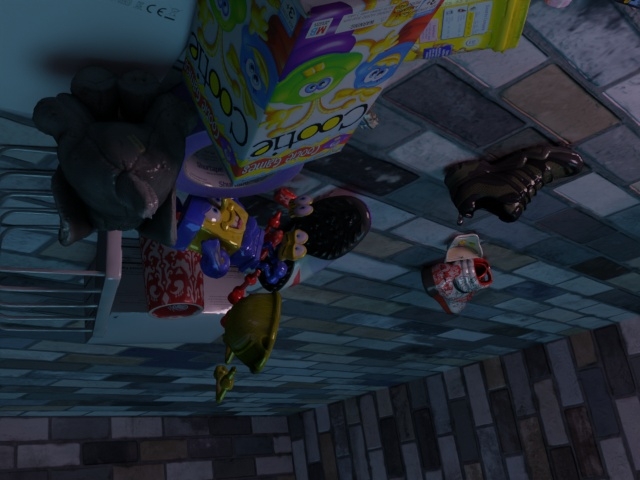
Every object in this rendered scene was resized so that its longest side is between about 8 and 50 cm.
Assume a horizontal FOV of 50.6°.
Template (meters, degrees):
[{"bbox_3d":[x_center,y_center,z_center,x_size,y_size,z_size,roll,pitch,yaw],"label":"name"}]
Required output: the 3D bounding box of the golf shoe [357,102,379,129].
[{"bbox_3d":[0.011,-0.179,0.833,0.086,0.069,0.176,-9,158,17],"label":"golf shoe"}]

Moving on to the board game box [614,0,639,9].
[{"bbox_3d":[0.368,-0.306,0.674,0.141,0.048,0.170,4,155,-27],"label":"board game box"}]

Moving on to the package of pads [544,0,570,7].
[{"bbox_3d":[0.255,-0.283,0.684,0.032,0.050,0.083,-2,157,-17],"label":"package of pads"}]

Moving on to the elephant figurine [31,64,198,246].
[{"bbox_3d":[-0.223,-0.059,0.757,0.169,0.186,0.239,29,140,3],"label":"elephant figurine"}]

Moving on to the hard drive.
[{"bbox_3d":[-0.234,-0.218,0.670,0.203,0.040,0.307,8,153,-36],"label":"hard drive"}]

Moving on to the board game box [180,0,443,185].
[{"bbox_3d":[-0.022,-0.187,0.627,0.144,0.142,0.275,-21,168,-25],"label":"board game box"}]

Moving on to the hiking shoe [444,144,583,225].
[{"bbox_3d":[0.326,-0.083,1.122,0.227,0.114,0.086,-12,159,7],"label":"hiking shoe"}]

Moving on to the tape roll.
[{"bbox_3d":[-0.117,-0.131,0.880,0.189,0.080,0.189,-7,159,-3],"label":"tape roll"}]

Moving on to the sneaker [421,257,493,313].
[{"bbox_3d":[0.359,0.113,1.657,0.145,0.090,0.270,-16,155,24],"label":"sneaker"}]

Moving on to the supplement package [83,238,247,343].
[{"bbox_3d":[-0.304,0.107,1.314,0.262,0.145,0.204,5,154,-31],"label":"supplement package"}]

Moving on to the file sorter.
[{"bbox_3d":[-0.388,0.011,0.984,0.173,0.193,0.278,4,155,-21],"label":"file sorter"}]

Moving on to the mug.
[{"bbox_3d":[-0.236,0.043,1.147,0.113,0.169,0.150,-22,154,29],"label":"mug"}]

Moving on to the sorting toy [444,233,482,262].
[{"bbox_3d":[0.307,0.010,1.452,0.083,0.045,0.075,-7,151,-2],"label":"sorting toy"}]

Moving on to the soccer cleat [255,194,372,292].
[{"bbox_3d":[0.000,0.000,1.253,0.116,0.109,0.318,-19,168,-44],"label":"soccer cleat"}]

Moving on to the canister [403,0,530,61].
[{"bbox_3d":[0.120,-0.243,0.703,0.170,0.073,0.126,-8,158,2],"label":"canister"}]

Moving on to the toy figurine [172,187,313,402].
[{"bbox_3d":[-0.163,0.022,0.990,0.217,0.362,0.191,34,127,-21],"label":"toy figurine"}]
